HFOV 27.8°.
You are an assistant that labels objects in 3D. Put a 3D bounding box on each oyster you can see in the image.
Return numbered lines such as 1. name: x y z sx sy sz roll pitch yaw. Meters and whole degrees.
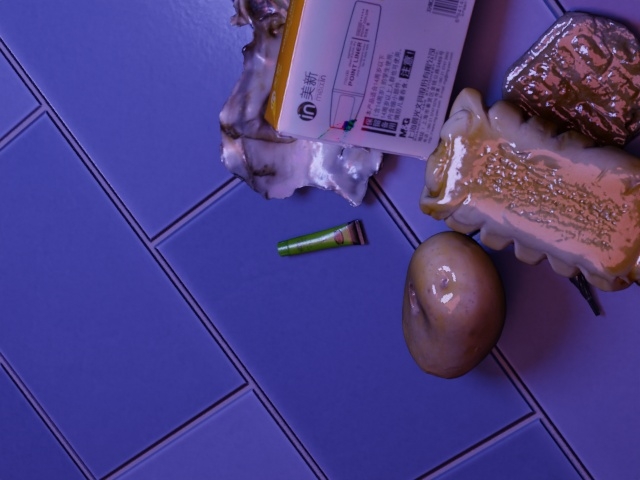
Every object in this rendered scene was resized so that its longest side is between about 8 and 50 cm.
1. oyster: -0.033 -0.180 1.686 0.275 0.100 0.271 23 103 -18

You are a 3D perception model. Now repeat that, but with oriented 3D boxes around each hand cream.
1. hand cream: 0.000 0.000 1.775 0.122 0.023 0.036 -13 98 17

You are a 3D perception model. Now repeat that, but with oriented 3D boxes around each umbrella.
1. umbrella: 0.289 -0.014 1.666 0.044 0.044 0.269 -20 100 53

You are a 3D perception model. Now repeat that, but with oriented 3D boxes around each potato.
1. potato: 0.170 0.079 1.649 0.150 0.146 0.234 45 154 23

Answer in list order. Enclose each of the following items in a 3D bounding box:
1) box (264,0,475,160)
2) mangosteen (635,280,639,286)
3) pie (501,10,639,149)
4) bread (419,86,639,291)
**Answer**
1. box: 0.063 -0.247 1.585 0.221 0.091 0.274 11 105 -16
2. mangosteen: 0.406 0.021 1.616 0.081 0.081 0.081 5 108 17
3. pie: 0.323 -0.181 1.601 0.195 0.046 0.195 5 107 18
4. bread: 0.279 -0.052 1.560 0.311 0.121 0.173 25 98 11
